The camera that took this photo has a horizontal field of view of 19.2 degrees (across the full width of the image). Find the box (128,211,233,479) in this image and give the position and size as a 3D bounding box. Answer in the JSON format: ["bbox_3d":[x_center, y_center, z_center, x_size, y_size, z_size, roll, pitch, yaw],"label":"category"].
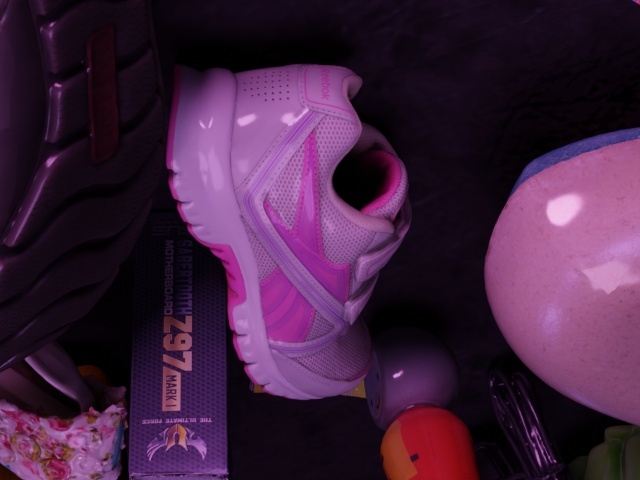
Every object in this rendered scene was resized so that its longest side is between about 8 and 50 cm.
[{"bbox_3d":[-0.081,0.125,1.124,0.059,0.183,0.233,0,140,-2],"label":"box"}]

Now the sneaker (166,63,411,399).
[{"bbox_3d":[0.000,0.000,1.038,0.111,0.103,0.252,-9,141,11],"label":"sneaker"}]

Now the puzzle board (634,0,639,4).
[{"bbox_3d":[0.169,-0.156,0.926,0.128,0.011,0.096,25,134,-29],"label":"puzzle board"}]

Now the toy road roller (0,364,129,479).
[{"bbox_3d":[-0.222,0.209,1.211,0.240,0.202,0.329,-12,138,4],"label":"toy road roller"}]

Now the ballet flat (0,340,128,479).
[{"bbox_3d":[-0.209,0.057,1.083,0.241,0.091,0.077,32,120,-1],"label":"ballet flat"}]

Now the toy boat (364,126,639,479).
[{"bbox_3d":[0.150,0.045,1.086,0.318,0.148,0.267,-38,134,24],"label":"toy boat"}]

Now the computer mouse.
[{"bbox_3d":[0.131,0.219,1.262,0.060,0.184,0.262,-5,143,-24],"label":"computer mouse"}]

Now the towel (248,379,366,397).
[{"bbox_3d":[-0.004,0.082,1.211,0.083,0.009,0.060,4,140,-7],"label":"towel"}]

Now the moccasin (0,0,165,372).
[{"bbox_3d":[-0.163,-0.087,0.896,0.147,0.139,0.380,34,145,26],"label":"moccasin"}]

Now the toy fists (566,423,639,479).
[{"bbox_3d":[0.272,0.161,1.245,0.279,0.096,0.142,-20,148,37],"label":"toy fists"}]
